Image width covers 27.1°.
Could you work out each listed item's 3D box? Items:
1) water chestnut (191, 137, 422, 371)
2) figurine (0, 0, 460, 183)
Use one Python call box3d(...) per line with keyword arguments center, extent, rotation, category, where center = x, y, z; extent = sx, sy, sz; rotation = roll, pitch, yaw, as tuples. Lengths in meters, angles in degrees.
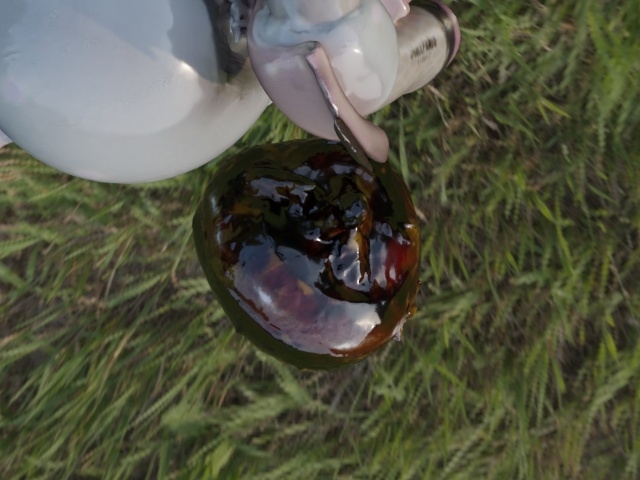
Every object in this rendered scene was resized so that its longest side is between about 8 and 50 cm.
box3d(center=(0.000, 0.000, 1.584), extent=(0.300, 0.300, 0.300), rotation=(0, 104, 0), category="water chestnut")
box3d(center=(-0.104, -0.154, 0.942), extent=(0.361, 0.211, 0.253), rotation=(2, 138, 34), category="figurine")
